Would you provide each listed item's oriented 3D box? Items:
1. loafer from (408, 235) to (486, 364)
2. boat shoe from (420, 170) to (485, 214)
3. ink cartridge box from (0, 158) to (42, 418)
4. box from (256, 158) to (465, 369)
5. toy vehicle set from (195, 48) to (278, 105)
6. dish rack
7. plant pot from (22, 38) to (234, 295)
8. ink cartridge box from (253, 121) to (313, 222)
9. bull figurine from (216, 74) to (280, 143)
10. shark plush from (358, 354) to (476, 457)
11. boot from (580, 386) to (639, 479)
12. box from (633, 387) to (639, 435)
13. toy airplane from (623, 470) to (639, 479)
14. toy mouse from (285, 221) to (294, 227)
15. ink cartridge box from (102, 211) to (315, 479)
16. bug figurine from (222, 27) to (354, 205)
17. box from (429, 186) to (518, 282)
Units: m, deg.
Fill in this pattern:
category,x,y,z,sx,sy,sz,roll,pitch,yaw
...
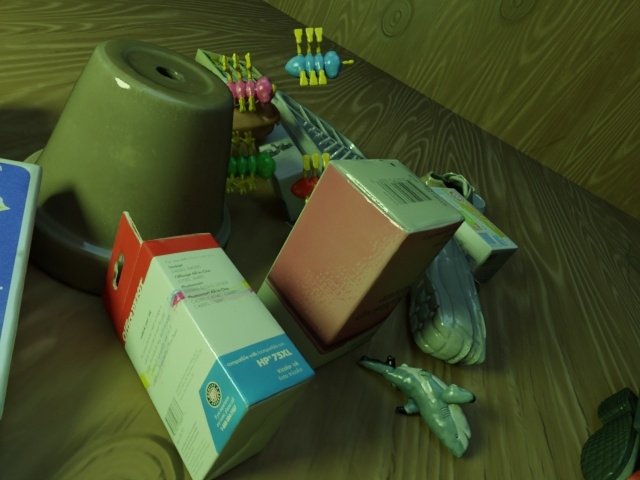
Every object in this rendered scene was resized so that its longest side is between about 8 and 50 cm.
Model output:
category,x,y,z,sx,sy,sz,roll,pitch,yaw
loafer,0.210,0.075,0.778,0.111,0.112,0.319,28,38,-14
boat shoe,0.337,-0.108,1.145,0.302,0.103,0.113,-4,45,-43
ink cartridge box,-0.385,0.051,0.309,0.303,0.072,0.307,10,58,-31
box,0.043,0.027,0.572,0.148,0.232,0.127,-13,51,-49
toy vehicle set,-0.202,-0.409,1.195,0.166,0.035,0.267,-3,44,-42
dish rack,0.034,-0.151,0.934,0.285,0.072,0.333,23,27,-46
plant pot,-0.209,-0.097,0.548,0.263,0.229,0.263,22,32,-15
ink cartridge box,-0.070,-0.134,0.828,0.061,0.104,0.181,-23,49,-9
bull figurine,-0.229,-0.209,0.767,0.310,0.101,0.188,-6,36,-18
shark plush,0.122,0.195,0.575,0.161,0.073,0.067,38,61,5
boot,0.485,0.330,0.661,0.246,0.083,0.161,-16,59,-49
box,0.643,0.304,0.650,0.343,0.179,0.312,-15,72,-50
toy airplane,0.279,0.376,0.291,0.386,0.272,0.384,51,19,-50
toy mouse,0.000,0.000,0.773,0.143,0.031,0.161,15,33,-24
ink cartridge box,-0.123,0.088,0.439,0.078,0.134,0.231,-10,49,-46
bug figurine,-0.052,-0.175,0.700,0.216,0.279,0.072,-2,-2,-5
box,0.291,-0.014,0.970,0.114,0.103,0.203,-2,44,-42
